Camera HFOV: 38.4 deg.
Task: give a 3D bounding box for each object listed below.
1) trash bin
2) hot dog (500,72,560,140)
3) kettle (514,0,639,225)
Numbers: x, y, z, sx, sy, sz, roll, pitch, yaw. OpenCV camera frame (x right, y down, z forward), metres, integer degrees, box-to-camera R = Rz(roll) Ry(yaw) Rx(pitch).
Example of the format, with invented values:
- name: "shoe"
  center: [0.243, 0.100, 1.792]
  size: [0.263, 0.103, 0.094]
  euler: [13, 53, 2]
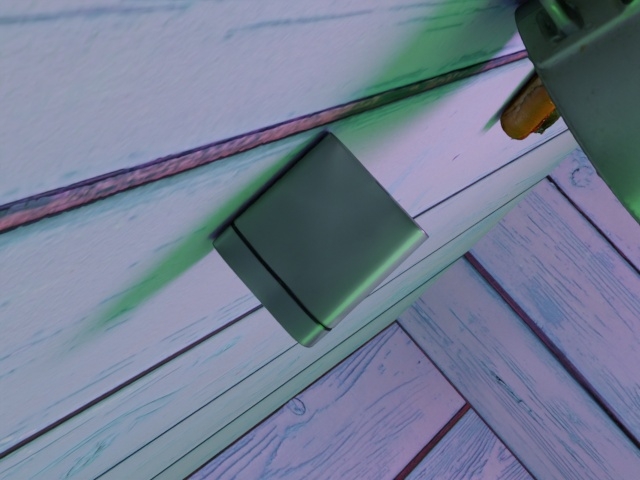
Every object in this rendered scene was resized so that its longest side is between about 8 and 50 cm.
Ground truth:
- name: "trash bin"
  center: [0.000, 0.000, 0.724]
  size: [0.130, 0.116, 0.059]
  euler: [-43, 171, 6]
- name: "hot dog"
  center: [0.310, -0.202, 1.192]
  size: [0.092, 0.062, 0.236]
  euler: [-38, 171, -36]
- name: "kettle"
  center: [0.351, -0.219, 0.718]
  size: [0.376, 0.250, 0.361]
  euler: [-32, 132, 26]
